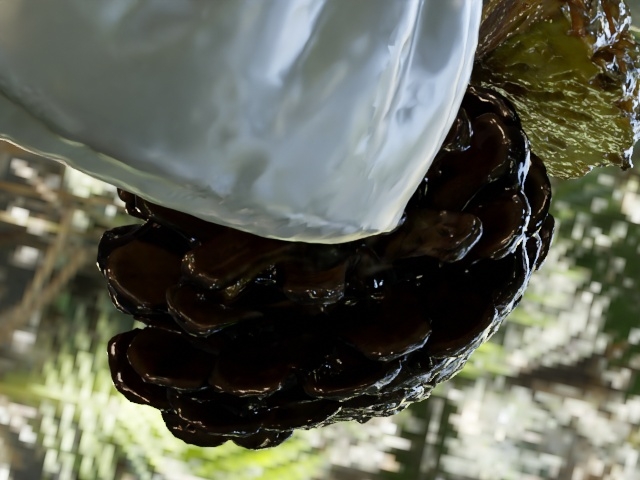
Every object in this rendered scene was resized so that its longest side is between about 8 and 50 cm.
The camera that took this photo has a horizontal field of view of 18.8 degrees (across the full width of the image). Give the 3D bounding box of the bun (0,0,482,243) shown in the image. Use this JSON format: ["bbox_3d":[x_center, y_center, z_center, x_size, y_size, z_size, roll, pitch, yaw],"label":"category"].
[{"bbox_3d":[-0.052,-0.132,0.520,0.175,0.263,0.263,-57,-175,14],"label":"bun"}]

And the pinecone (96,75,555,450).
[{"bbox_3d":[-0.003,-0.006,1.177,0.242,0.298,0.296,58,-16,12],"label":"pinecone"}]

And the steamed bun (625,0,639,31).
[{"bbox_3d":[0.326,-0.311,1.698,0.177,0.283,0.283,-123,-137,-61],"label":"steamed bun"}]

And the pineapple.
[{"bbox_3d":[0.174,-0.131,1.305,0.164,0.140,0.250,-60,-168,-28],"label":"pineapple"}]
